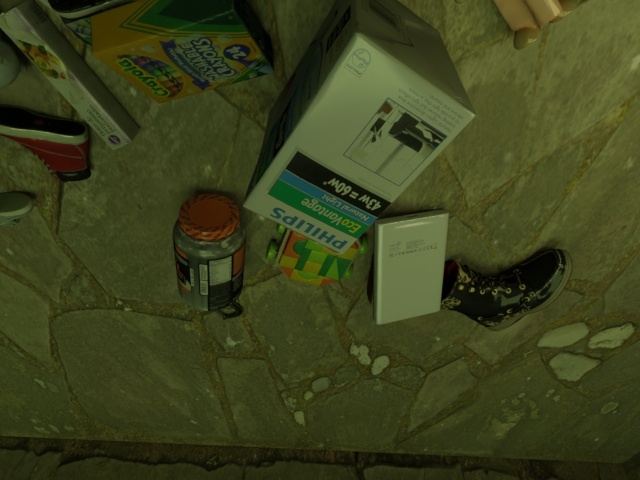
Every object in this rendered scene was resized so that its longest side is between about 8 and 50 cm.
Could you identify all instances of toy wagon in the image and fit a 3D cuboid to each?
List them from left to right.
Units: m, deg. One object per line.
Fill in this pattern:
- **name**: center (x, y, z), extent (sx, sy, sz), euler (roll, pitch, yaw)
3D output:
- **toy wagon**: center (0.000, 0.000, 1.272), extent (0.267, 0.068, 0.344), euler (15, 134, -12)

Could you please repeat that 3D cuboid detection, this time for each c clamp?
- **c clamp**: center (-0.361, 0.235, 1.557), extent (0.137, 0.022, 0.160), euler (-34, 123, 25)

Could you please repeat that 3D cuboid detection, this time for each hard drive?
- **hard drive**: center (0.252, 0.078, 1.248), extent (0.210, 0.040, 0.319), euler (-10, 117, -14)

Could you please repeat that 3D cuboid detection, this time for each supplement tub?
- **supplement tub**: center (-0.309, 0.036, 1.234), extent (0.193, 0.194, 0.316), euler (8, 134, -5)

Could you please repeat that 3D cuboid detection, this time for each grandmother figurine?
- **grandmother figurine**: center (0.307, -0.501, 0.744), extent (0.342, 0.104, 0.208), euler (32, 119, -29)

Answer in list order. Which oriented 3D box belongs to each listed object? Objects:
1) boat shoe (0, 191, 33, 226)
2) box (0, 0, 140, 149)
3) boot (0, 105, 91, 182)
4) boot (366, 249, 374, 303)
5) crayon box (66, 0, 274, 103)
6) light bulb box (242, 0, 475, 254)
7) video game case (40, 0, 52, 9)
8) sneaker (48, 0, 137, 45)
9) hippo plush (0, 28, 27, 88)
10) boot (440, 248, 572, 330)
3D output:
- **boat shoe**: center (-0.889, -0.079, 1.233), extent (0.227, 0.079, 0.081), euler (-3, 142, 14)
- **box**: center (-0.532, -0.347, 0.953), extent (0.063, 0.067, 0.324), euler (-17, 133, 19)
- **boot**: center (-0.696, -0.222, 1.072), extent (0.244, 0.088, 0.176), euler (12, 136, -14)
- **boot**: center (0.260, 0.087, 1.332), extent (0.203, 0.095, 0.262), euler (2, 123, -9)
- **crayon box**: center (-0.275, -0.365, 0.843), extent (0.322, 0.083, 0.203), euler (-10, 170, 13)
- **light bulb box**: center (0.053, -0.236, 0.833), extent (0.225, 0.358, 0.361), euler (26, 129, -19)
- **video game case**: center (-0.507, -0.520, 0.812), extent (0.143, 0.019, 0.157), euler (34, 127, -28)
- **sneaker**: center (-0.347, -0.447, 0.845), extent (0.283, 0.107, 0.124), euler (-7, 163, -1)
- **hippo plush**: center (-0.726, -0.350, 0.833), extent (0.236, 0.234, 0.294), euler (-12, 107, -2)
- **boot**: center (0.528, 0.131, 1.339), extent (0.284, 0.138, 0.377), euler (18, 138, -15)
